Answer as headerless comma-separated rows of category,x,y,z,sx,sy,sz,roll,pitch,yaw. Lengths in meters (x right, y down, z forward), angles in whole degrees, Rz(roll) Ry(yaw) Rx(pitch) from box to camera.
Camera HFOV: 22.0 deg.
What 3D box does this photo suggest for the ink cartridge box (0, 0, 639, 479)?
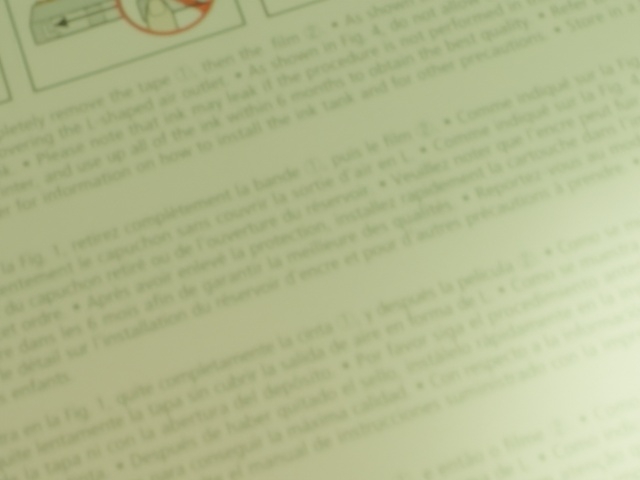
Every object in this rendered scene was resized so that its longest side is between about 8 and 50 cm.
ink cartridge box,0.000,0.000,0.496,0.308,0.091,0.385,-18,67,-5
